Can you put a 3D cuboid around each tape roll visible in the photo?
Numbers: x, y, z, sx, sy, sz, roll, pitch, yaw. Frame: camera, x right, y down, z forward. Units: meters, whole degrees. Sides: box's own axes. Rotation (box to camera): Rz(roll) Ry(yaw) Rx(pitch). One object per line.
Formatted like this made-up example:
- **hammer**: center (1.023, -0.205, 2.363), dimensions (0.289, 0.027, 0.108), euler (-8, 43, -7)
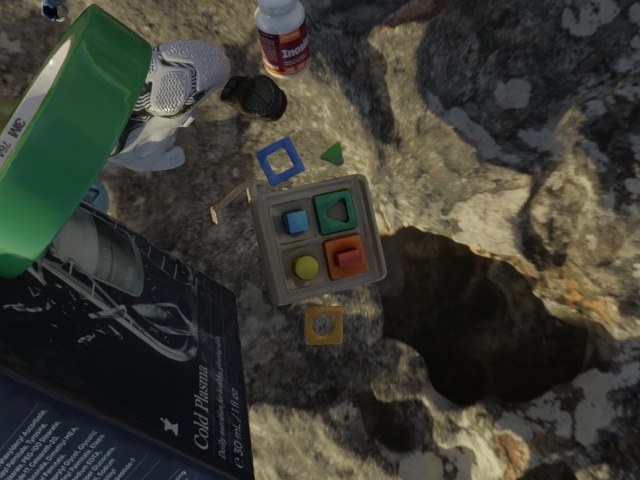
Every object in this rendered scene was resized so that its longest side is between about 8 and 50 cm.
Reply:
- **tape roll**: center (-0.314, -0.114, 0.781), dimensions (0.077, 0.321, 0.321), euler (33, 97, -30)

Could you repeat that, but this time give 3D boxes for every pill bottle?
- **pill bottle**: center (-0.065, -0.358, 1.161), dimensions (0.086, 0.152, 0.086), euler (-3, 58, 5)

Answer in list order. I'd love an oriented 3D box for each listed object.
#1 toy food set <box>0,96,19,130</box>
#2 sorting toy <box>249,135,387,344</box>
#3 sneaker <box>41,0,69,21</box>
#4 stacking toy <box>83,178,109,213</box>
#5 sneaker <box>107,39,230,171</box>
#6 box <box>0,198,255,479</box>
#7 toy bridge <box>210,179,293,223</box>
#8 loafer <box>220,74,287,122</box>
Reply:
- **toy food set**: center (-0.613, -0.219, 1.282), dimensions (0.132, 0.038, 0.192), euler (-33, 63, -26)
- **sorting toy**: center (0.000, 0.000, 1.089), dimensions (0.196, 0.047, 0.347), euler (-13, 95, -9)
- **sneaker**: center (-0.539, -0.466, 1.369), dimensions (0.052, 0.135, 0.058), euler (11, 81, -11)
- **stacking toy**: center (-0.570, -0.152, 1.375), dimensions (0.280, 0.130, 0.308), euler (-2, 73, -30)
- **sneaker**: center (-0.310, -0.256, 1.359), dimensions (0.366, 0.210, 0.137), euler (-26, 73, 15)
- **box**: center (-0.379, 0.188, 1.017), dimensions (0.472, 0.480, 0.297), euler (34, 108, -26)
- **toy bridge**: center (-0.141, -0.094, 1.433), dimensions (0.188, 0.026, 0.063), euler (-21, 124, -22)
- **loafer**: center (-0.113, -0.267, 1.295), dimensions (0.078, 0.220, 0.080), euler (28, 95, -35)
